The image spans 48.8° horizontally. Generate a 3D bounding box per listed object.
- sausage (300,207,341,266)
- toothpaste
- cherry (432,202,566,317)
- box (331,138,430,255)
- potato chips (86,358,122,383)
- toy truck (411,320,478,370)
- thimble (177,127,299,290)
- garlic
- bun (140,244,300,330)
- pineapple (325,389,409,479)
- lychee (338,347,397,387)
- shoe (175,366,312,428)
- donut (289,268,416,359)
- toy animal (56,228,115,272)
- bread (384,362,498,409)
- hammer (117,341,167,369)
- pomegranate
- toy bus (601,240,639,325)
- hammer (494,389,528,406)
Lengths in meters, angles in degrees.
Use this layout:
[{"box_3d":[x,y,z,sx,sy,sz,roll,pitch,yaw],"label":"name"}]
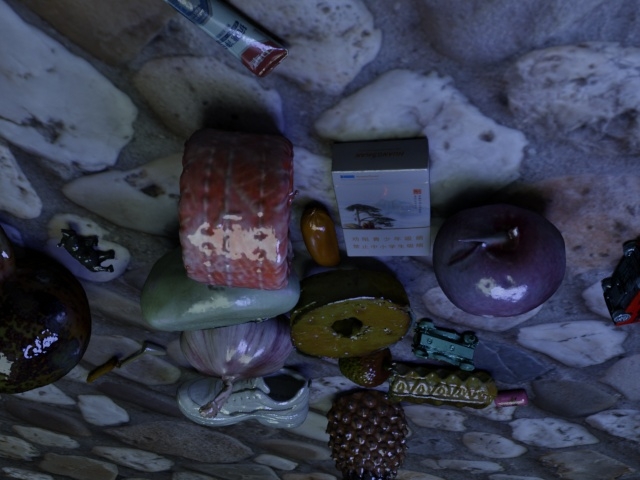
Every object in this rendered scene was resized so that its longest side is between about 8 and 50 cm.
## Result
[{"box_3d":[0.000,0.000,1.256,0.062,0.054,0.183,24,154,22],"label":"sausage"},{"box_3d":[-0.144,-0.286,0.883,0.062,0.039,0.239,-33,133,32],"label":"toothpaste"},{"box_3d":[0.290,0.036,1.163,0.213,0.184,0.266,11,161,6],"label":"cherry"},{"box_3d":[0.104,-0.062,1.144,0.149,0.067,0.233,-3,145,8],"label":"box"},{"box_3d":[-0.557,0.335,1.817,0.026,0.037,0.204,37,140,-23],"label":"potato chips"},{"box_3d":[0.267,0.233,1.540,0.154,0.080,0.078,17,165,-16],"label":"toy truck"},{"box_3d":[-0.115,-0.045,1.054,0.162,0.239,0.239,1,145,0],"label":"thimble"},{"box_3d":[-0.191,0.254,1.476,0.244,0.253,0.245,11,149,6],"label":"garlic"},{"box_3d":[-0.187,0.063,1.271,0.283,0.179,0.283,-9,167,-2],"label":"bun"},{"box_3d":[0.118,0.580,1.802,0.222,0.358,0.223,2,147,1],"label":"pineapple"},{"box_3d":[0.107,0.275,1.580,0.146,0.114,0.114,-3,147,36],"label":"lychee"},{"box_3d":[-0.181,0.365,1.741,0.341,0.132,0.211,7,141,-10],"label":"shoe"},{"box_3d":[0.053,0.135,1.377,0.271,0.107,0.272,-6,150,-4],"label":"donut"},{"box_3d":[-0.452,0.018,1.341,0.064,0.047,0.136,-2,151,23],"label":"toy animal"},{"box_3d":[0.291,0.351,1.691,0.269,0.098,0.087,5,-173,-1],"label":"bread"},{"box_3d":[-0.454,0.293,1.758,0.060,0.028,0.195,23,145,-34],"label":"hammer"},{"box_3d":[-0.592,0.115,1.349,0.284,0.285,0.341,-4,118,12],"label":"pomegranate"},{"box_3d":[0.581,0.077,1.275,0.089,0.081,0.195,-5,145,-2],"label":"toy bus"},{"box_3d":[0.480,0.399,1.774,0.083,0.043,0.043,-13,141,22],"label":"hammer"}]
